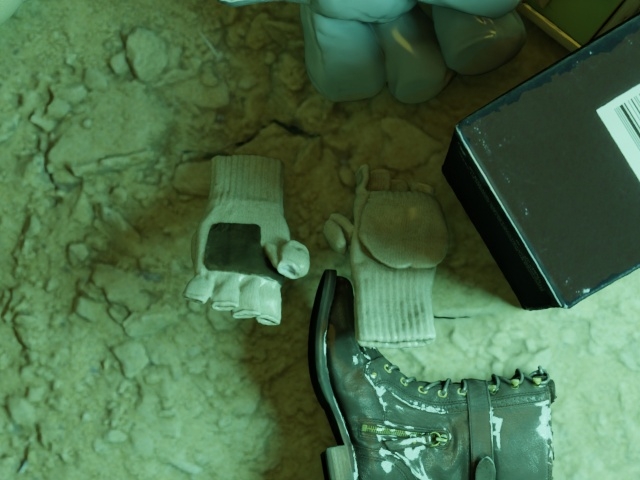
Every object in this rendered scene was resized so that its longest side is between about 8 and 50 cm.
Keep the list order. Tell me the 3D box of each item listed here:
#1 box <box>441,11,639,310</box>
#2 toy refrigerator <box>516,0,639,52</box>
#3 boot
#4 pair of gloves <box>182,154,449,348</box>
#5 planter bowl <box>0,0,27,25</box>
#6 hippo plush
[{"bbox_3d":[0.274,-0.083,1.227,0.296,0.294,0.182,-30,85,0],"label":"box"},{"bbox_3d":[0.279,-0.280,1.245,0.102,0.269,0.094,39,58,2],"label":"toy refrigerator"},{"bbox_3d":[0.109,0.147,1.337,0.229,0.091,0.263,-7,88,-5],"label":"boot"},{"bbox_3d":[0.000,0.000,1.307,0.240,0.042,0.204,8,51,2],"label":"pair of gloves"},{"bbox_3d":[-0.336,-0.267,1.338,0.109,0.162,0.162,-16,87,-26],"label":"planter bowl"},{"bbox_3d":[0.051,-0.282,1.319,0.294,0.234,0.236,9,57,-12],"label":"hippo plush"}]
